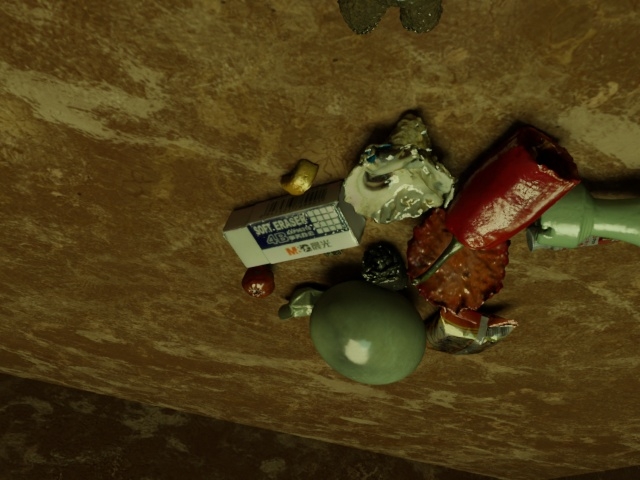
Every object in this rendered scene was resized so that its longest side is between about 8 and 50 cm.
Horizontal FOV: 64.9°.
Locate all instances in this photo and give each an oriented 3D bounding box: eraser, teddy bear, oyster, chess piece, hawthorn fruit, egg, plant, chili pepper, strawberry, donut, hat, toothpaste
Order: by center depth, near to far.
[{"bbox_3d":[0.105,-0.332,0.581,0.182,0.129,0.251,5,146,-1],"label":"teddy bear"},{"bbox_3d":[0.549,-0.036,0.899,0.299,0.194,0.194,6,147,18],"label":"chess piece"},{"bbox_3d":[0.300,-0.048,0.929,0.135,0.131,0.338,16,134,-20],"label":"chili pepper"},{"bbox_3d":[0.138,-0.114,0.934,0.223,0.083,0.214,-17,138,32],"label":"oyster"},{"bbox_3d":[-0.048,-0.125,1.000,0.038,0.067,0.083,24,175,-33],"label":"donut"},{"bbox_3d":[0.549,-0.018,1.031,0.234,0.057,0.089,-9,142,10],"label":"toothpaste"},{"bbox_3d":[0.275,0.031,1.078,0.234,0.233,0.178,12,177,-6],"label":"strawberry"},{"bbox_3d":[-0.058,-0.029,1.082,0.287,0.086,0.130,-11,128,25],"label":"eraser"},{"bbox_3d":[0.155,0.067,1.190,0.095,0.091,0.143,-9,151,34],"label":"plant"},{"bbox_3d":[0.126,0.235,1.289,0.259,0.258,0.352,-25,138,38],"label":"egg"},{"bbox_3d":[-0.158,0.101,1.302,0.093,0.093,0.093,5,146,3],"label":"hawthorn fruit"},{"bbox_3d":[-0.044,0.170,1.405,0.166,0.081,0.122,-18,-177,45],"label":"hat"}]

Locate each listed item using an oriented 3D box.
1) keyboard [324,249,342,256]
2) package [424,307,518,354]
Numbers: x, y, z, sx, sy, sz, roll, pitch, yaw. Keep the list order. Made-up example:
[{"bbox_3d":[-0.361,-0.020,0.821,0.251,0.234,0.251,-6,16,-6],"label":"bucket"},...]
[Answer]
[{"bbox_3d":[0.000,0.000,1.184,0.049,0.015,0.129,-16,140,29],"label":"keyboard"},{"bbox_3d":[0.388,0.262,1.415,0.224,0.108,0.288,12,148,-3],"label":"package"}]
